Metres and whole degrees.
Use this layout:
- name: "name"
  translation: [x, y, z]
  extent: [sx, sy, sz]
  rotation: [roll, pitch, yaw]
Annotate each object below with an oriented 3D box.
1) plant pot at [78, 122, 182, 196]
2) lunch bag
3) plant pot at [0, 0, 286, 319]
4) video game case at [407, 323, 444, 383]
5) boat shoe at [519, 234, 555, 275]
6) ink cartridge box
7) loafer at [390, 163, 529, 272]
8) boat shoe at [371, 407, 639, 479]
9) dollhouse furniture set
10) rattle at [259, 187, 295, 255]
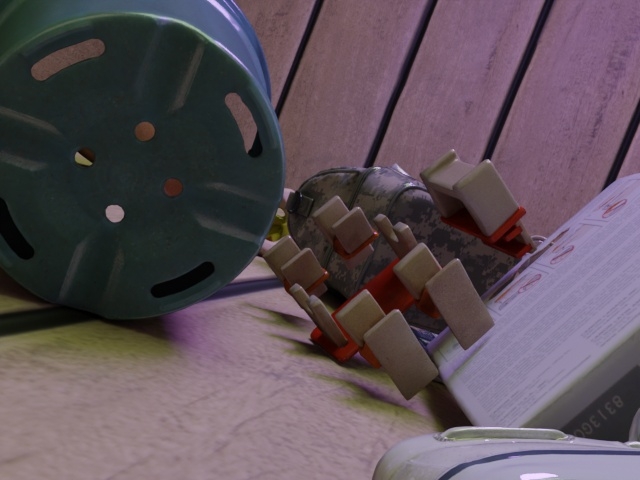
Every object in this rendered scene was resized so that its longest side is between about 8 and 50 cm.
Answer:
- name: "plant pot"
  translation: [-0.325, -0.187, 1.555]
  extent: [0.254, 0.237, 0.237]
  rotation: [43, 17, 32]
- name: "lunch bag"
  translation: [0.122, 0.005, 1.239]
  extent: [0.305, 0.212, 0.256]
  rotation: [17, 11, -35]
- name: "plant pot"
  translation: [-0.186, -0.104, 0.774]
  extent: [0.341, 0.341, 0.334]
  rotation: [19, 14, -21]
- name: "video game case"
  translation: [0.148, 0.145, 0.998]
  extent: [0.173, 0.022, 0.190]
  rotation: [20, 7, -10]
- name: "boat shoe"
  translation: [0.488, 0.120, 1.582]
  extent: [0.302, 0.113, 0.103]
  rotation: [55, 13, 2]
- name: "ink cartridge box"
  translation: [0.258, 0.066, 0.746]
  extent: [0.091, 0.308, 0.385]
  rotation: [48, 2, -2]
- name: "loafer"
  translation: [0.250, -0.037, 1.477]
  extent: [0.320, 0.111, 0.112]
  rotation: [24, 9, -8]
- name: "boat shoe"
  translation: [0.196, 0.172, 0.485]
  extent: [0.367, 0.135, 0.156]
  rotation: [9, 7, -19]
- name: "dollhouse furniture set"
  translation: [0.101, 0.034, 0.871]
  extent: [0.135, 0.259, 0.262]
  rotation: [56, -11, -28]
- name: "rattle"
  translation: [-0.136, -0.026, 1.351]
  extent: [0.200, 0.130, 0.143]
  rotation: [-18, 18, -36]
